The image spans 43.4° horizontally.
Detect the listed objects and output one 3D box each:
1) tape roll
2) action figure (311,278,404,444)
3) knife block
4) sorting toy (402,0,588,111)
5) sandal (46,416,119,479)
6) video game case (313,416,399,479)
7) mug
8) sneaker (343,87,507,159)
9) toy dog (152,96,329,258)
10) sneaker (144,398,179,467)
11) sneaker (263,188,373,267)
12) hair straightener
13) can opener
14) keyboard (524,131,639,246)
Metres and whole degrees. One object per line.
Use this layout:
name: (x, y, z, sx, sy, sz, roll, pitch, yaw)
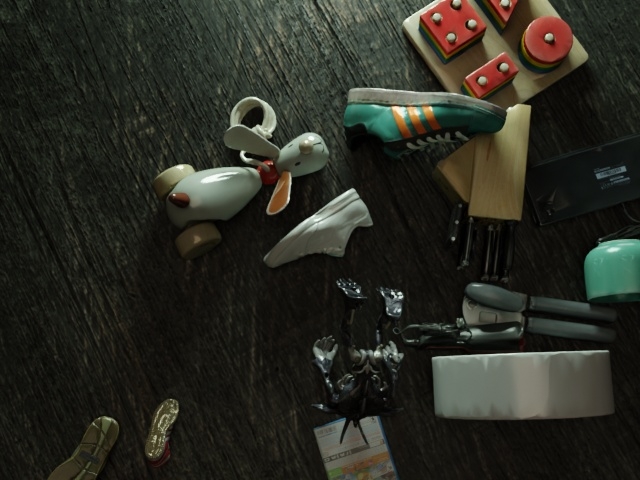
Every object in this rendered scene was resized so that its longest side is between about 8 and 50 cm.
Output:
tape roll: (0.325, 0.233, 1.306, 0.286, 0.286, 0.100, -3, 80, 1)
action figure: (0.072, 0.208, 1.393, 0.164, 0.141, 0.275, 7, 108, -6)
knife block: (0.327, -0.073, 1.450, 0.276, 0.088, 0.242, -38, 83, -5)
sorting toy: (0.330, -0.381, 1.496, 0.255, 0.089, 0.257, -33, 82, -4)
sandal: (-0.417, 0.395, 1.421, 0.072, 0.049, 0.180, 32, 69, 0)
video game case: (0.068, 0.395, 1.421, 0.119, 0.015, 0.166, -17, 81, -2)
mug: (0.533, 0.055, 1.415, 0.129, 0.158, 0.097, -8, 77, 25)
sneaker: (0.182, -0.200, 1.443, 0.302, 0.108, 0.121, 9, 91, 29)
toy dog: (-0.154, -0.111, 1.431, 0.220, 0.161, 0.333, 42, 85, 7)
sneaker: (-0.280, 0.345, 1.430, 0.042, 0.067, 0.118, 12, 52, 6)
sneaker: (0.000, 0.000, 1.458, 0.212, 0.080, 0.094, -35, 94, -5)
hair straightener: (0.239, 0.156, 1.411, 0.230, 0.089, 0.047, 1, 47, 17)
can opener: (0.387, 0.133, 1.420, 0.280, 0.093, 0.074, 9, 81, -2)
keyboard: (0.543, -0.085, 1.475, 0.317, 0.033, 0.201, -16, 75, 0)
